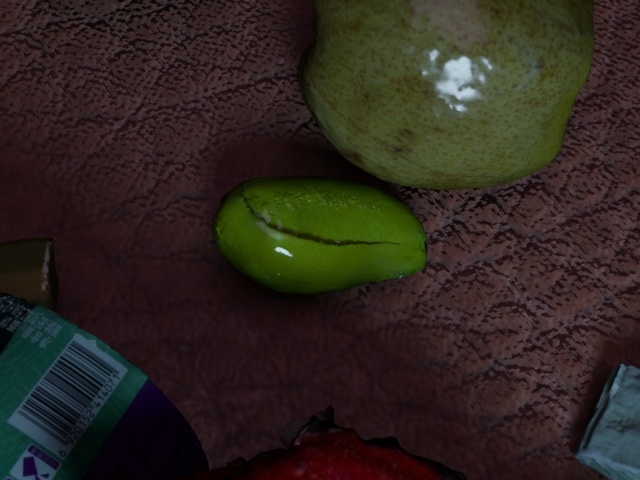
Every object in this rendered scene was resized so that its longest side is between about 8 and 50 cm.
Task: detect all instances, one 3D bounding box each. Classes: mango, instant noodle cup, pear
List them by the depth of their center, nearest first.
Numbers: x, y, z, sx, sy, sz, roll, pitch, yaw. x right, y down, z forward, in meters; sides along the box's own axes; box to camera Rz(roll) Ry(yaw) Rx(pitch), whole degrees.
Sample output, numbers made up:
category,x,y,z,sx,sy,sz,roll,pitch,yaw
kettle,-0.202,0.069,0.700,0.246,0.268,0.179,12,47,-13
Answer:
category,x,y,z,sx,sy,sz,roll,pitch,yaw
instant noodle cup,-0.188,0.154,0.526,0.251,0.251,0.190,30,55,3
mango,0.000,0.000,0.721,0.165,0.074,0.091,10,58,-21
pear,0.088,-0.152,0.740,0.211,0.188,0.228,11,64,-15

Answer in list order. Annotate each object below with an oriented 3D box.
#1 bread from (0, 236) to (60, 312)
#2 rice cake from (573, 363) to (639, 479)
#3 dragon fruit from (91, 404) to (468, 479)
category,x,y,z,sx,sy,sz,roll,pitch,yaw
bread,-0.244,0.041,0.643,0.139,0.084,0.074,3,67,-10
rice cake,0.282,0.147,0.654,0.085,0.226,0.040,-56,131,-19
dragon fruit,0.036,0.251,0.472,0.282,0.100,0.343,-10,66,-36
